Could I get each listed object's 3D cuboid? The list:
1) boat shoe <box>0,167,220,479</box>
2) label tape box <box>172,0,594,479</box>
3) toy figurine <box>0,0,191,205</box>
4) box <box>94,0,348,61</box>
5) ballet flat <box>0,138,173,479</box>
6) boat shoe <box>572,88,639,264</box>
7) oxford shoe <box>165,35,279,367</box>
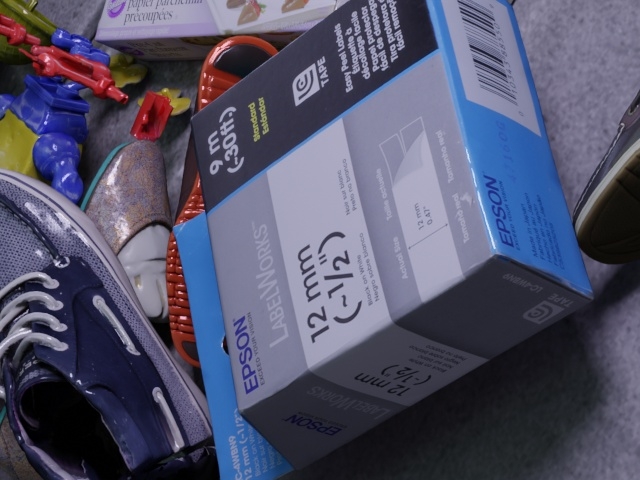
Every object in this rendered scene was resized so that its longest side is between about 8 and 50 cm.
[{"bbox_3d":[-0.215,0.071,1.461,0.127,0.158,0.340,-46,75,13],"label":"boat shoe"},{"bbox_3d":[0.000,0.000,1.297,0.348,0.115,0.249,-32,54,31],"label":"label tape box"},{"bbox_3d":[-0.300,-0.105,1.719,0.362,0.191,0.217,37,106,49],"label":"toy figurine"},{"bbox_3d":[-0.071,-0.195,1.596,0.324,0.067,0.063,5,77,47],"label":"box"},{"bbox_3d":[-0.176,0.073,1.583,0.106,0.107,0.316,26,98,29],"label":"ballet flat"},{"bbox_3d":[0.242,-0.083,1.211,0.223,0.080,0.073,-52,33,18],"label":"boat shoe"},{"bbox_3d":[-0.074,-0.028,1.531,0.098,0.097,0.271,165,115,-81],"label":"oxford shoe"}]
